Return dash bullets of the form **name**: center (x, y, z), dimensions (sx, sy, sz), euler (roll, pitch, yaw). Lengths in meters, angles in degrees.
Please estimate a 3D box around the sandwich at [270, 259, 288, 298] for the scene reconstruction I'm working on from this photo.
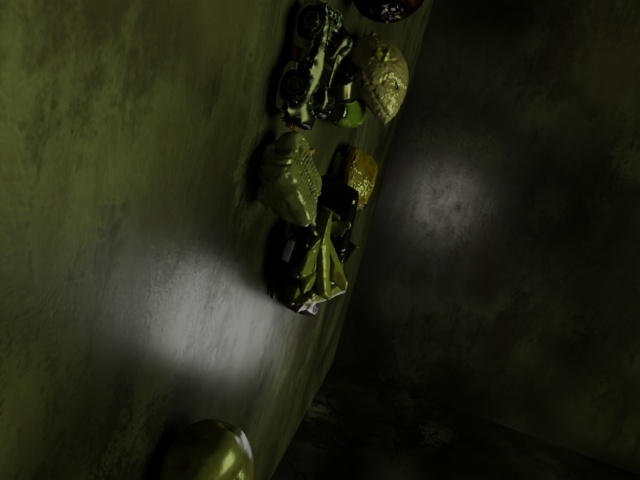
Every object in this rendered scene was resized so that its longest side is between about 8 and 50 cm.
- **sandwich**: center (-0.136, 0.128, 1.942), dimensions (0.067, 0.029, 0.135), euler (71, 36, -71)

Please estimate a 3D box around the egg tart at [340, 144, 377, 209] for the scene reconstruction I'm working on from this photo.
- **egg tart**: center (0.130, -0.214, 2.345), dimensions (0.351, 0.153, 0.339), euler (-70, 180, -86)

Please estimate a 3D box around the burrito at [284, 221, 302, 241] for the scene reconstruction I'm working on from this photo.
- **burrito**: center (-0.066, -0.100, 1.845), dimensions (0.087, 0.060, 0.226), euler (63, 45, -69)

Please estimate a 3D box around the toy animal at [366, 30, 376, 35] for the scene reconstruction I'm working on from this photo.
- **toy animal**: center (0.206, -0.693, 2.212), dimensions (0.114, 0.116, 0.255), euler (-50, 179, 12)

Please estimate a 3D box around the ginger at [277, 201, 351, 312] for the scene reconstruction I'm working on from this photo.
- **ginger**: center (0.017, 0.056, 1.895), dimensions (0.413, 0.211, 0.358), euler (109, 0, -61)

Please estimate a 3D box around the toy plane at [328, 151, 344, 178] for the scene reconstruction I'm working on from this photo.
- **toy plane**: center (0.062, -0.285, 2.248), dimensions (0.102, 0.040, 0.111), euler (-127, -125, -80)

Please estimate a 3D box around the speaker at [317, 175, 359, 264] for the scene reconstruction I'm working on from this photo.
- **speaker**: center (0.061, -0.079, 2.136), dimensions (0.184, 0.180, 0.388), euler (-47, 157, -38)

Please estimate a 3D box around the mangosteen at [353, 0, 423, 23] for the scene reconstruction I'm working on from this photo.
- **mangosteen**: center (0.192, -0.780, 1.709), dimensions (0.231, 0.231, 0.289), euler (78, 1, -69)

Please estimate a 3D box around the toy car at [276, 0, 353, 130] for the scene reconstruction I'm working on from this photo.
- **toy car**: center (-0.026, -0.411, 1.393), dimensions (0.193, 0.118, 0.301), euler (3, 106, -70)

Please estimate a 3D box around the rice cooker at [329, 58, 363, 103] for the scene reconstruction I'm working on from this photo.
- **rice cooker**: center (0.067, -0.476, 1.767), dimensions (0.106, 0.112, 0.165), euler (88, 21, -45)

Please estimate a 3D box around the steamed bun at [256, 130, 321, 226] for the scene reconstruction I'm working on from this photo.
- **steamed bun**: center (-0.090, -0.146, 1.454), dimensions (0.211, 0.144, 0.218), euler (-70, 142, -55)

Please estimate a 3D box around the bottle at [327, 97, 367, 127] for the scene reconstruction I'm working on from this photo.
- **bottle**: center (0.078, -0.421, 1.906), dimensions (0.260, 0.112, 0.112), euler (-38, 144, -71)

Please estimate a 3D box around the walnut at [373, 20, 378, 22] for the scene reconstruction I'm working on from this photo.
- **walnut**: center (0.216, -0.799, 1.937), dimensions (0.140, 0.140, 0.162), euler (77, 18, -70)

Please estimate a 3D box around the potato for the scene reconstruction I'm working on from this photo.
- **potato**: center (-0.279, 0.589, 1.472), dimensions (0.326, 0.221, 0.243), euler (81, 17, -46)

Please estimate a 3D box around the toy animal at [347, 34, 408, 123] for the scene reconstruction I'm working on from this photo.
- **toy animal**: center (0.190, -0.571, 1.953), dimensions (0.226, 0.188, 0.358), euler (43, 32, -38)

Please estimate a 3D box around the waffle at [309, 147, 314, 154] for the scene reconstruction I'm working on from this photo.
- **waffle**: center (-0.055, -0.211, 1.821), dimensions (0.097, 0.023, 0.152), euler (-38, 143, -70)

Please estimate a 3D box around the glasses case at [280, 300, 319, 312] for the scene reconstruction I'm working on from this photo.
- **glasses case**: center (-0.074, 0.234, 2.182), dimensions (0.316, 0.123, 0.075), euler (58, 50, -75)
